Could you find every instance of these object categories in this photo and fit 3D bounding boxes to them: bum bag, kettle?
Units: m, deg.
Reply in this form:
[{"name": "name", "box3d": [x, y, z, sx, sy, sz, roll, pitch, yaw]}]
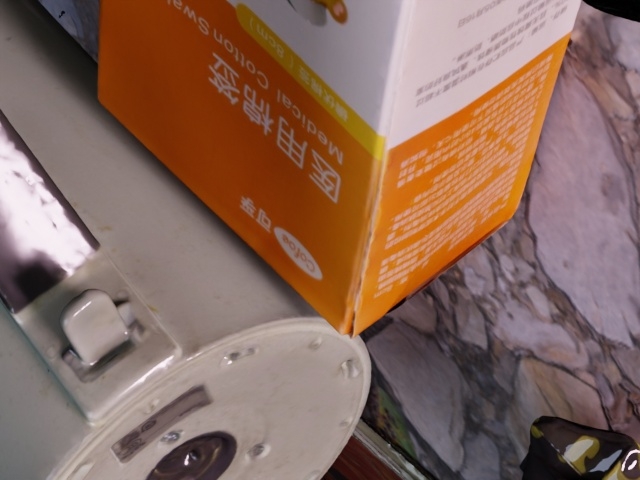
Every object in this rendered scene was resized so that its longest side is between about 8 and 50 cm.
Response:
[{"name": "bum bag", "box3d": [0.155, 0.171, 1.096, 0.107, 0.060, 0.232, 37, 149, 17]}, {"name": "kettle", "box3d": [-0.188, -0.006, 1.091, 0.376, 0.250, 0.361, 49, 173, 30]}]

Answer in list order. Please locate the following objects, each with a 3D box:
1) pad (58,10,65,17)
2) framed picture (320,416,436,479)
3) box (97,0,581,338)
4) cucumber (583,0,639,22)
[{"name": "pad", "box3d": [-0.177, -0.295, 1.139, 0.315, 0.063, 0.375, 49, 150, 15]}, {"name": "framed picture", "box3d": [0.054, 0.247, 1.374, 0.216, 0.016, 0.273, 40, 147, 29]}, {"name": "box", "box3d": [0.007, -0.143, 0.923, 0.225, 0.143, 0.341, 43, 148, 24]}, {"name": "cucumber", "box3d": [0.185, -0.105, 0.804, 0.184, 0.033, 0.036, 20, 110, 47]}]
